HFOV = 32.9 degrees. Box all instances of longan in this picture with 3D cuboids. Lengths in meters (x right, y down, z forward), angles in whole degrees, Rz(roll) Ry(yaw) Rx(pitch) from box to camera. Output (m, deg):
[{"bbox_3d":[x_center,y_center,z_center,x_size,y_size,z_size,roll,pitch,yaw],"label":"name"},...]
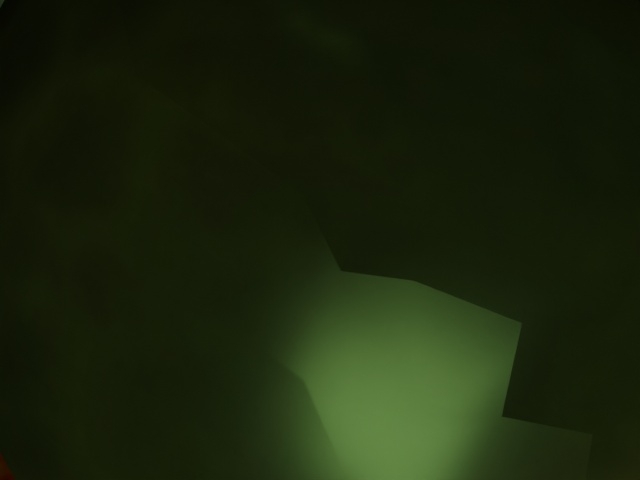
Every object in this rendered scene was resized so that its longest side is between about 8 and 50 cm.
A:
[{"bbox_3d":[0.000,0.000,0.507,0.336,0.404,0.404,-14,133,-27],"label":"longan"}]

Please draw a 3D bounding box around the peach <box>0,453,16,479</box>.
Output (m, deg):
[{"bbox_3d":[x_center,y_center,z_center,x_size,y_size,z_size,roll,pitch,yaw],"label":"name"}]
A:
[{"bbox_3d":[-0.182,0.187,0.743,0.245,0.248,0.275,-47,128,3],"label":"peach"}]
